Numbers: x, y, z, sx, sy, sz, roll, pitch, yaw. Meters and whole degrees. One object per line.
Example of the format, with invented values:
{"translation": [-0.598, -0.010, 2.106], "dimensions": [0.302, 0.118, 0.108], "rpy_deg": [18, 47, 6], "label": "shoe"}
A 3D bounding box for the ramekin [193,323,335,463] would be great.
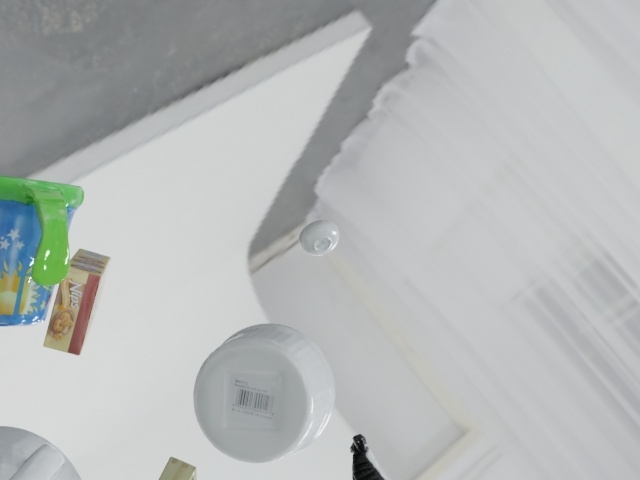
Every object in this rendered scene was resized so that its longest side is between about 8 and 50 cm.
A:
{"translation": [-0.119, 0.310, 2.031], "dimensions": [0.277, 0.277, 0.135], "rpy_deg": [-41, 172, 12], "label": "ramekin"}

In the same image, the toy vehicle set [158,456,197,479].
{"translation": [-0.208, 0.398, 1.305], "dimensions": [0.267, 0.035, 0.166], "rpy_deg": [99, 14, -59], "label": "toy vehicle set"}

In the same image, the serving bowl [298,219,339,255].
{"translation": [0.000, 0.000, 2.014], "dimensions": [0.083, 0.027, 0.083], "rpy_deg": [-10, 131, -11], "label": "serving bowl"}

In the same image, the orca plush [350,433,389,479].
{"translation": [0.106, 0.467, 1.717], "dimensions": [0.102, 0.287, 0.151], "rpy_deg": [-12, 166, -44], "label": "orca plush"}

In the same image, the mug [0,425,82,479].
{"translation": [-0.533, 0.458, 1.592], "dimensions": [0.374, 0.276, 0.328], "rpy_deg": [-45, -179, 23], "label": "mug"}

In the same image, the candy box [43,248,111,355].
{"translation": [-0.547, 0.132, 2.310], "dimensions": [0.316, 0.087, 0.183], "rpy_deg": [-138, -117, -80], "label": "candy box"}

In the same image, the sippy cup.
{"translation": [-0.494, 0.013, 1.560], "dimensions": [0.240, 0.224, 0.305], "rpy_deg": [6, 180, -9], "label": "sippy cup"}
